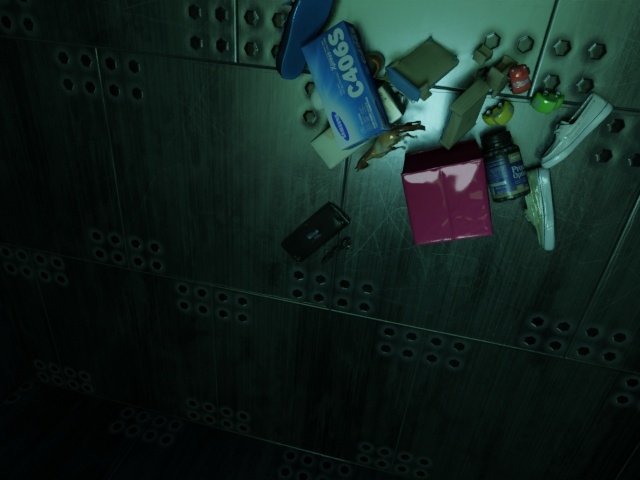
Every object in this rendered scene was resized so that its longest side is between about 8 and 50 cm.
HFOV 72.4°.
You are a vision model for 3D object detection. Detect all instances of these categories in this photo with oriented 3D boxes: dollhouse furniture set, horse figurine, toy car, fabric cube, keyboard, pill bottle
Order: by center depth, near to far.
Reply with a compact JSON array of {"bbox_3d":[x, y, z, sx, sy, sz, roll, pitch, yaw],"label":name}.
[{"bbox_3d":[0.652,-0.431,1.360,0.225,0.053,0.239,2,152,-5],"label":"toy car"},{"bbox_3d":[0.396,-0.508,1.416,0.286,0.198,0.303,-42,73,-10],"label":"dollhouse furniture set"},{"bbox_3d":[0.233,-0.325,1.454,0.263,0.175,0.066,-38,71,62],"label":"horse figurine"},{"bbox_3d":[0.609,-0.245,1.454,0.123,0.123,0.219,-16,97,21],"label":"pill bottle"},{"bbox_3d":[0.425,-0.165,1.482,0.259,0.254,0.258,-9,114,19],"label":"fabric cube"},{"bbox_3d":[0.000,0.000,1.806,0.317,0.033,0.201,-39,96,29],"label":"keyboard"}]

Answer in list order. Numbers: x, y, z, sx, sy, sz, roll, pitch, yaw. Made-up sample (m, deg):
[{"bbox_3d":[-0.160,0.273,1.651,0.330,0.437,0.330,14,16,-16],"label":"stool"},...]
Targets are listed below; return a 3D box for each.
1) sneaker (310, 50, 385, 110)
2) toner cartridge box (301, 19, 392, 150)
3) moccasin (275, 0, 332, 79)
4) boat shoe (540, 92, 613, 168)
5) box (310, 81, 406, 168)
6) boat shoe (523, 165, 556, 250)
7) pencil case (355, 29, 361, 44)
[{"bbox_3d":[0.075,-0.530,1.460,0.290,0.123,0.105,-29,108,27],"label":"sneaker"},{"bbox_3d":[0.081,-0.476,1.367,0.165,0.075,0.347,-20,92,34],"label":"toner cartridge box"},{"bbox_3d":[-0.078,-0.695,1.401,0.138,0.116,0.342,2,135,-39],"label":"moccasin"},{"bbox_3d":[0.793,-0.349,1.395,0.084,0.095,0.258,38,109,-2],"label":"boat shoe"},{"bbox_3d":[0.129,-0.393,1.504,0.311,0.148,0.121,-33,103,25],"label":"box"},{"bbox_3d":[0.762,-0.109,1.525,0.094,0.109,0.302,-4,108,33],"label":"boat shoe"},{"bbox_3d":[0.058,-0.641,1.439,0.152,0.064,0.070,-7,99,18],"label":"pencil case"}]
